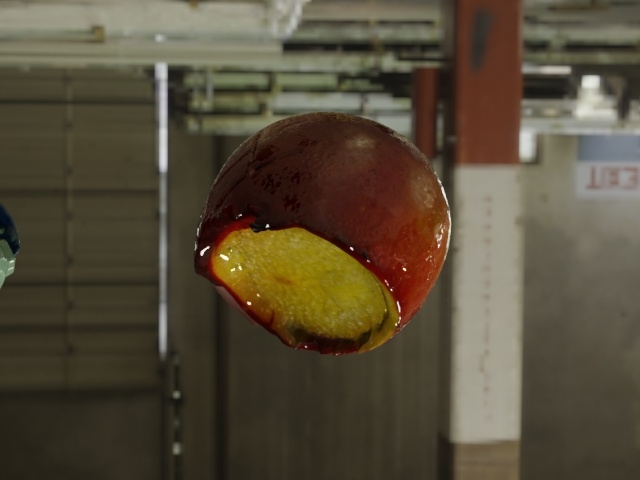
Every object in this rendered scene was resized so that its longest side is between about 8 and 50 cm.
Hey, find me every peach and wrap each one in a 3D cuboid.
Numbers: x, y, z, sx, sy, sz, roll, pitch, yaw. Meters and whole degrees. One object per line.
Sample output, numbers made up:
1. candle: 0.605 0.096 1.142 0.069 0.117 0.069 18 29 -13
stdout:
1. peach: 0.000 0.000 1.161 0.196 0.190 0.226 -3 -157 -8

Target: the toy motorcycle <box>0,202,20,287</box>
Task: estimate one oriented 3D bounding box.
1. toy motorcycle: -0.366 0.002 1.328 0.200 0.191 0.326 -26 172 -17
